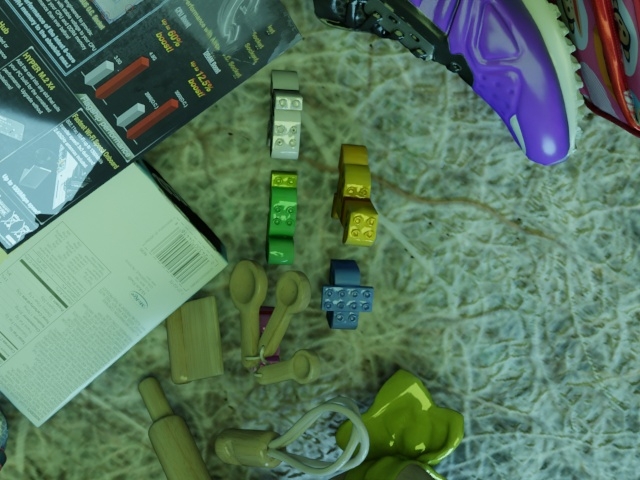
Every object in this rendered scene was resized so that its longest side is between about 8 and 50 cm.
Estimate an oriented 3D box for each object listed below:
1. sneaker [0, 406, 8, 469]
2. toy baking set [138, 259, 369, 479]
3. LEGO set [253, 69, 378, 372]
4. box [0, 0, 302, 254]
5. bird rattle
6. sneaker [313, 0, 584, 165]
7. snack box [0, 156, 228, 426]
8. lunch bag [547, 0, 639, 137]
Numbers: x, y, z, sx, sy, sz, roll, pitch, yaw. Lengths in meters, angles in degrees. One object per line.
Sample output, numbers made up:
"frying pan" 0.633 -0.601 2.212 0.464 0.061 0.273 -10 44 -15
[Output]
"sneaker" -0.315 0.071 1.018 0.262 0.125 0.104 38 71 -19
"toy baking set" -0.049 0.131 1.023 0.030 0.256 0.197 2 142 -41
"LEGO set" 0.000 0.000 1.059 0.087 0.093 0.227 3 106 -7
"box" -0.181 -0.167 0.872 0.242 0.076 0.307 -37 136 -2
"bird rattle" 0.003 0.212 1.069 0.253 0.207 0.143 -23 106 -4
"sneaker" 0.070 -0.169 1.018 0.146 0.102 0.293 -26 100 2
"snack box" -0.239 -0.044 1.036 0.187 0.060 0.322 -40 107 4
"lunch bag" 0.210 -0.211 0.935 0.120 0.258 0.293 -17 107 -2
